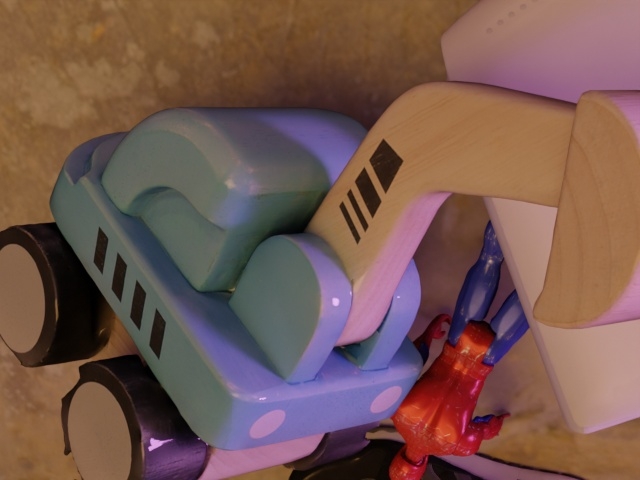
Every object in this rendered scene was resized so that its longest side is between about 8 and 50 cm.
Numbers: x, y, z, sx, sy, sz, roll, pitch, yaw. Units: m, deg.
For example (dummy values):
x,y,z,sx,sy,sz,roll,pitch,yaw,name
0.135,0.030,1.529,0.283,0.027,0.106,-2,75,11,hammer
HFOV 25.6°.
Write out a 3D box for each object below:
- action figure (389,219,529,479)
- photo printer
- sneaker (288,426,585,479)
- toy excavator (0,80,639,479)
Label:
x,y,z,sx,sy,sz,roll,pitch,yaw,name
0.132,0.063,1.083,0.091,0.139,0.280,30,98,12,action figure
0.232,-0.054,0.924,0.256,0.107,0.307,-20,89,18,photo printer
0.091,0.232,1.143,0.283,0.124,0.107,5,113,22,sneaker
0.000,0.000,0.923,0.433,0.222,0.445,51,129,33,toy excavator
